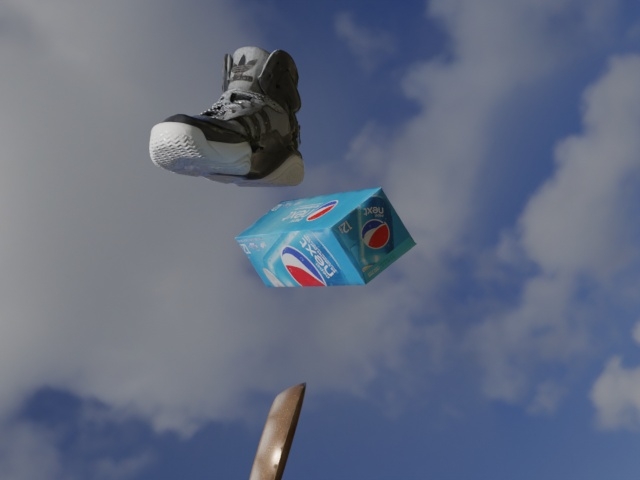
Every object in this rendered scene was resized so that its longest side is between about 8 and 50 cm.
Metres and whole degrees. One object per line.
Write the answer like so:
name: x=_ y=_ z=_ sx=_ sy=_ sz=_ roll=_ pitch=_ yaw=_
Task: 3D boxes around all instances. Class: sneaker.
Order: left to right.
sneaker: x=-0.100 y=-0.144 z=1.462 sx=0.268 sy=0.101 sz=0.153 roll=10 pitch=-99 yaw=-63

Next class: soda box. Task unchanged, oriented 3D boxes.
soda box: x=0.000 y=0.000 z=1.297 sx=0.071 sy=0.210 sz=0.067 roll=-39 pitch=-75 yaw=-24

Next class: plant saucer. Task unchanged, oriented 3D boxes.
plant saucer: x=-0.062 y=0.280 z=1.757 sx=0.198 sy=0.036 sz=0.199 roll=16 pitch=-90 yaw=-86
